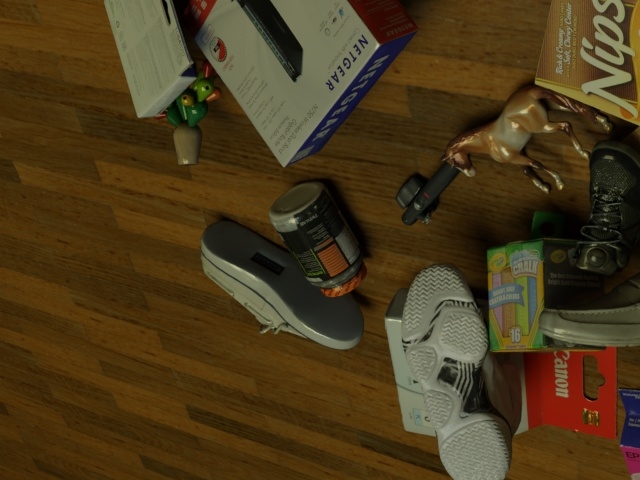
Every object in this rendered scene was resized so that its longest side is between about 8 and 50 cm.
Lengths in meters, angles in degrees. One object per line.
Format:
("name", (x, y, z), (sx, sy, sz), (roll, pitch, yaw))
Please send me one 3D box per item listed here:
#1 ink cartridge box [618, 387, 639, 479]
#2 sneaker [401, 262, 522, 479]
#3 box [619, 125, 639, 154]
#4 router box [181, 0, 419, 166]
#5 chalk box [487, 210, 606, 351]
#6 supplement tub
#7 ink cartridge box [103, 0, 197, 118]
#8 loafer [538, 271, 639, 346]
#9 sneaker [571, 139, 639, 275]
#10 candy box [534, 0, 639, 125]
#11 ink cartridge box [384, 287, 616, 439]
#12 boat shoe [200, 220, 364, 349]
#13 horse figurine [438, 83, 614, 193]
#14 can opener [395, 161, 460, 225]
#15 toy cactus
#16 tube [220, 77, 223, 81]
("ink cartridge box", (0.636, 0.414, 2.046), (0.176, 0.069, 0.371), (1, 128, 38))
("sneaker", (0.236, 0.206, 1.926), (0.137, 0.210, 0.365), (-13, 94, 18))
("box", (0.526, -0.131, 1.593), (0.164, 0.021, 0.201), (39, 142, -2))
("router box", (-0.043, -0.320, 1.724), (0.301, 0.082, 0.335), (55, 144, 10))
("chalk box", (0.345, 0.064, 1.804), (0.132, 0.213, 0.132), (6, 170, -32))
("supplement tub", (0.000, 0.000, 2.074), (0.117, 0.117, 0.190), (-5, 126, 42))
("ink cartridge box", (-0.265, -0.340, 1.895), (0.224, 0.045, 0.223), (-30, 75, 55))
("loafer", (0.467, 0.091, 1.696), (0.112, 0.320, 0.111), (-161, 68, -75))
("sneaker", (0.413, -0.035, 1.670), (0.087, 0.130, 0.227), (14, 146, 23))
("candy box", (0.388, -0.304, 1.455), (0.183, 0.087, 0.316), (27, 141, 21))
("ink cartridge box", (0.319, 0.244, 2.064), (0.385, 0.091, 0.308), (9, 134, 23))
("boat shoe", (-0.083, 0.117, 2.250), (0.367, 0.136, 0.156), (31, 142, 14))
("horse figurine", (0.307, -0.155, 1.709), (0.174, 0.066, 0.263), (33, 145, -4))
("can opener", (0.179, -0.084, 1.890), (0.073, 0.059, 0.186), (40, 143, -2))
("toy cactus", (-0.235, -0.220, 2.007), (0.219, 0.112, 0.180), (-5, 87, 53))
("tube", (-0.088, -0.267, 1.925), (0.207, 0.052, 0.080), (-21, 107, 52))
